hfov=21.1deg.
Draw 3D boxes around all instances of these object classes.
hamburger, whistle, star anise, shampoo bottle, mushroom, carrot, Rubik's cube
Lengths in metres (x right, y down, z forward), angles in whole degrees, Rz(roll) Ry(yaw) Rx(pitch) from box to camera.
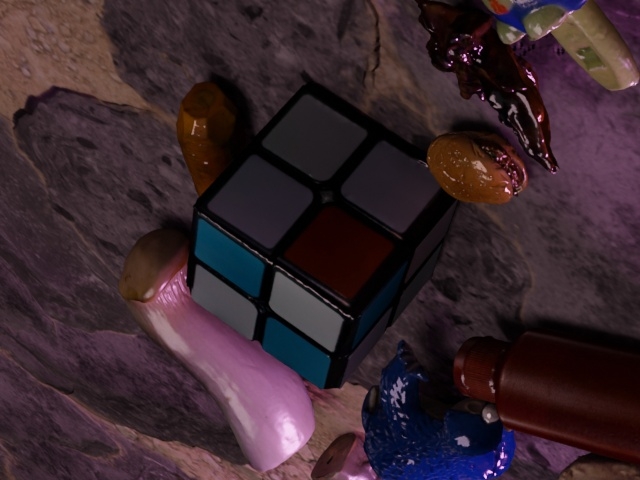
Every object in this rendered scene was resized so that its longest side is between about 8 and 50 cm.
[{"bbox_3d":[0.131,-0.062,1.445,0.083,0.044,0.076,7,138,51],"label":"hamburger"},{"bbox_3d":[0.144,-0.190,1.187,0.227,0.085,0.105,50,161,-18],"label":"whistle"},{"bbox_3d":[0.131,-0.125,1.297,0.157,0.053,0.212,44,-178,-18],"label":"star anise"},{"bbox_3d":[0.235,0.137,1.552,0.260,0.102,0.064,10,169,44],"label":"shampoo bottle"},{"bbox_3d":[-0.127,0.130,1.984,0.159,0.122,0.328,-8,127,45],"label":"mushroom"},{"bbox_3d":[-0.090,-0.041,1.747,0.066,0.066,0.314,26,153,26],"label":"carrot"},{"bbox_3d":[0.000,0.000,1.556,0.183,0.180,0.167,36,152,14],"label":"Rubik's cube"}]

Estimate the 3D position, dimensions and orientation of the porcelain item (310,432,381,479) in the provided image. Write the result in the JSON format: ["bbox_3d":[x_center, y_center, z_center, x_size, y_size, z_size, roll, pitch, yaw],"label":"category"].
[{"bbox_3d":[0.088,0.327,2.077,0.216,0.069,0.081,42,149,-14],"label":"porcelain item"}]

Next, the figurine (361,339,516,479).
[{"bbox_3d":[0.117,0.204,1.765,0.164,0.120,0.262,28,162,3],"label":"figurine"}]

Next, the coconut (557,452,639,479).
[{"bbox_3d":[0.324,0.337,1.537,0.297,0.297,0.254,20,156,35],"label":"coconut"}]
